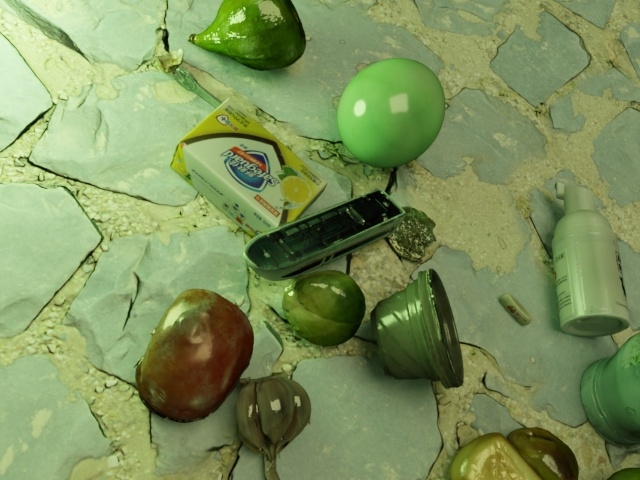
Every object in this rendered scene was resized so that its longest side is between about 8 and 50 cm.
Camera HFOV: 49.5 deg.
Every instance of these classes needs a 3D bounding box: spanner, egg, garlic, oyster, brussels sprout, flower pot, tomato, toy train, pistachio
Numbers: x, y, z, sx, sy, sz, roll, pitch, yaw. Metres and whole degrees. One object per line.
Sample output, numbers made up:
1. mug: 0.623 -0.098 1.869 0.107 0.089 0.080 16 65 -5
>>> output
1. spanner: -0.181 -0.255 1.427 0.302 0.071 0.017 37 69 -5
2. egg: 0.153 -0.276 1.490 0.220 0.220 0.269 38 50 -3
3. garlic: -0.087 0.317 1.161 0.131 0.127 0.194 6 79 -26
4. oyster: -0.313 -0.366 1.432 0.051 0.034 0.093 8 41 24
5. brussels sprout: 0.008 0.124 1.288 0.155 0.155 0.117 46 21 2
6. flower pot: 0.178 0.176 1.301 0.141 0.235 0.235 -18 68 14
7. tomato: -0.208 0.170 1.129 0.181 0.155 0.214 19 57 5
8. toy train: 0.000 0.000 1.319 0.407 0.088 0.086 -22 61 -43
9. pistachio: 0.446 0.436 1.341 0.110 0.100 0.189 -32 80 -35

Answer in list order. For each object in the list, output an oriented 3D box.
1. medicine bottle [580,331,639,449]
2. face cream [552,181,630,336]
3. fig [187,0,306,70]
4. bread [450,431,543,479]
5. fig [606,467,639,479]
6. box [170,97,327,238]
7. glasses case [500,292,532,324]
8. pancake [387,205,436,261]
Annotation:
1. medicine bottle: 0.702 0.300 1.410 0.245 0.290 0.244 11 61 -20
2. face cream: 0.606 0.024 1.586 0.146 0.145 0.369 13 63 -18
3. fig: -0.160 -0.442 1.495 0.235 0.203 0.203 -24 73 10
4. bread: 0.336 0.465 1.277 0.147 0.098 0.217 -34 84 -20
5. fig: 0.638 0.508 1.284 0.233 0.314 0.233 3 41 -3
6. box: -0.140 -0.130 1.362 0.265 0.097 0.168 42 56 0
7. glasses case: 0.426 0.150 1.513 0.083 0.032 0.021 49 53 4
8. pancake: 0.195 -0.019 1.500 0.116 0.022 0.129 39 57 1
